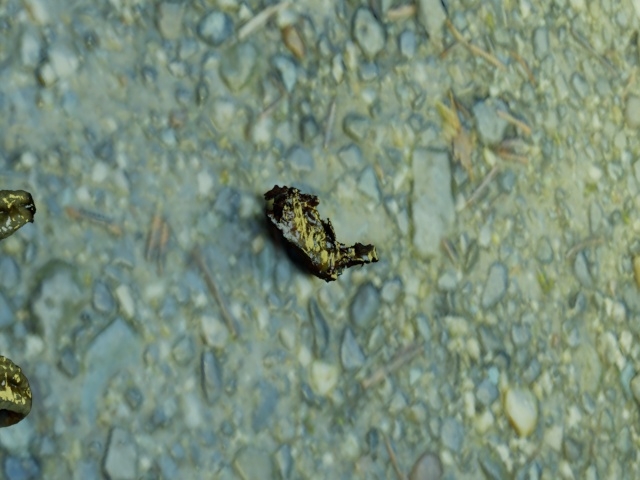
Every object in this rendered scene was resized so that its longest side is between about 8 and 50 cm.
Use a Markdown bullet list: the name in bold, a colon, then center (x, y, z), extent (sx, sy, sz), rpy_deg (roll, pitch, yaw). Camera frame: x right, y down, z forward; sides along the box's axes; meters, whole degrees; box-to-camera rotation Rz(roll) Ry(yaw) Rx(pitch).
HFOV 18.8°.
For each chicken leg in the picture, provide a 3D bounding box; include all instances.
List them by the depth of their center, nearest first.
- **chicken leg**: center (-0.001, 0.001, 0.995), extent (0.083, 0.021, 0.036), rpy_deg (38, 52, -36)

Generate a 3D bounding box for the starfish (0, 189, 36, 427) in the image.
- **starfish**: center (-0.201, 0.036, 0.777), extent (0.238, 0.057, 0.213), rpy_deg (-24, 95, -47)
